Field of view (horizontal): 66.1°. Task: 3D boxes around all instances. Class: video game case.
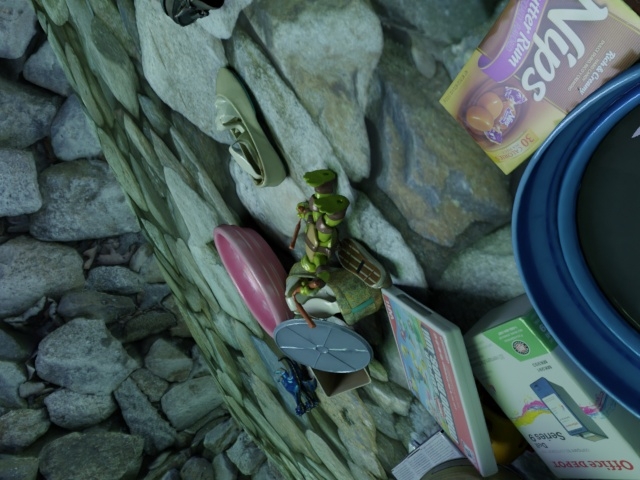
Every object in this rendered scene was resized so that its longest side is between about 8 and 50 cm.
[{"bbox_3d":[0.167,0.190,0.750,0.285,0.025,0.204,-146,38,-80],"label":"video game case"}]

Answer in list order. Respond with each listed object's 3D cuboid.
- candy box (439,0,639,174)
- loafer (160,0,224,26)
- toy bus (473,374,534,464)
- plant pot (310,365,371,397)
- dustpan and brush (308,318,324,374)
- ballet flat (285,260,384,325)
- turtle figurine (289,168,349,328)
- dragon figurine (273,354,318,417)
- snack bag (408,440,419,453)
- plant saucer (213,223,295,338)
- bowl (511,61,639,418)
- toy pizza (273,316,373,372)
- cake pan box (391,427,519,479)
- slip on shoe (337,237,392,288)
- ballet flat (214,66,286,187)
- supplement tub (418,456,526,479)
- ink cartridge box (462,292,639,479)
[{"bbox_3d":[0.198,-0.155,0.438,0.109,0.053,0.187,52,155,10],"label":"candy box"},{"bbox_3d":[-0.183,-0.403,0.773,0.084,0.096,0.267,55,152,-9],"label":"loafer"},{"bbox_3d":[0.266,0.280,0.744,0.202,0.104,0.191,56,154,3],"label":"toy bus"},{"bbox_3d":[0.045,0.261,1.085,0.109,0.109,0.096,62,-164,-11],"label":"plant pot"},{"bbox_3d":[-0.021,0.249,1.268,0.147,0.060,0.211,59,163,25],"label":"dustpan and brush"},{"bbox_3d":[-0.007,0.110,1.010,0.348,0.123,0.123,-2,117,61],"label":"ballet flat"},{"bbox_3d":[0.000,0.000,0.870,0.217,0.087,0.270,103,167,-46],"label":"turtle figurine"},{"bbox_3d":[-0.067,0.443,1.513,0.144,0.085,0.289,43,151,26],"label":"dragon figurine"},{"bbox_3d":[0.317,0.651,1.145,0.342,0.037,0.323,38,148,34],"label":"snack bag"},{"bbox_3d":[-0.158,0.096,1.256,0.332,0.084,0.332,48,157,28],"label":"plant saucer"},{"bbox_3d":[0.339,0.030,0.357,0.391,0.077,0.391,39,150,27],"label":"bowl"},{"bbox_3d":[0.006,0.201,0.969,0.201,0.032,0.201,10,141,8],"label":"toy pizza"},{"bbox_3d":[0.282,0.491,0.949,0.246,0.070,0.267,44,141,20],"label":"cake pan box"},{"bbox_3d":[0.078,0.041,0.871,0.135,0.041,0.051,40,105,48],"label":"slip on shoe"},{"bbox_3d":[-0.151,-0.210,0.940,0.248,0.086,0.086,60,154,-6],"label":"ballet flat"},{"bbox_3d":[0.207,0.429,0.646,0.235,0.235,0.325,45,-179,23],"label":"supplement tub"},{"bbox_3d":[0.291,0.173,0.598,0.212,0.093,0.154,51,153,8],"label":"ink cartridge box"}]
